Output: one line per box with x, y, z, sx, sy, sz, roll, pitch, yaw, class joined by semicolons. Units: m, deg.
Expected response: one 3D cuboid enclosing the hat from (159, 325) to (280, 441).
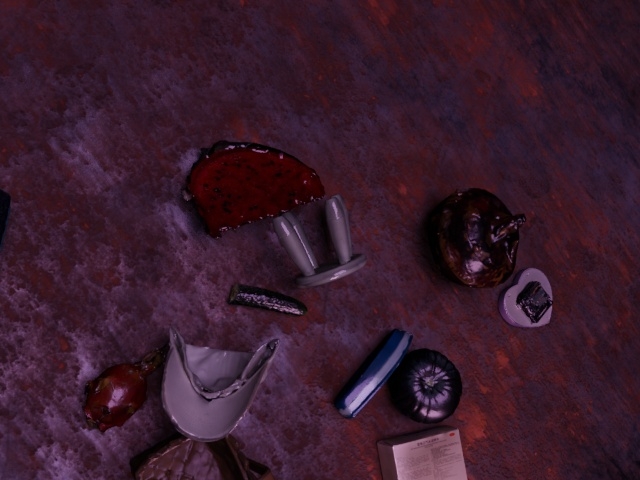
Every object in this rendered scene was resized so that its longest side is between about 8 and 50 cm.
-0.234;0.332;1.493;0.258;0.168;0.301;6;41;2;hat

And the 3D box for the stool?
0.000;0.000;1.679;0.196;0.195;0.198;-18;98;8;stool

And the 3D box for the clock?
0.648;0.189;2.007;0.198;0.064;0.172;-42;97;-22;clock

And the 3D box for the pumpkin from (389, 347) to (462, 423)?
0.285;0.395;1.776;0.202;0.140;0.201;1;69;-4;pumpkin

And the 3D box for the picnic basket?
-0.257;0.560;1.426;0.254;0.321;0.291;-26;94;-28;picnic basket

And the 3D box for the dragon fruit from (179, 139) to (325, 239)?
-0.186;-0.141;1.682;0.344;0.100;0.282;-20;66;-25;dragon fruit

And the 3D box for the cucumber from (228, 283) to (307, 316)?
-0.129;0.158;1.691;0.215;0.052;0.058;15;95;-21;cucumber

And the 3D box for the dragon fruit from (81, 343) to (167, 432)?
-0.440;0.327;1.508;0.125;0.125;0.246;45;50;5;dragon fruit

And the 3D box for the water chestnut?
0.452;-0.011;1.846;0.300;0.300;0.299;4;79;-22;water chestnut

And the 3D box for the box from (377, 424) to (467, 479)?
0.275;0.603;1.760;0.212;0.095;0.168;-6;85;-24;box

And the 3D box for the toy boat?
0.147;0.346;1.754;0.062;0.096;0.299;44;65;-1;toy boat

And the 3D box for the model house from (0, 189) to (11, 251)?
-0.781;0.000;1.343;0.226;0.241;0.261;13;77;-23;model house
